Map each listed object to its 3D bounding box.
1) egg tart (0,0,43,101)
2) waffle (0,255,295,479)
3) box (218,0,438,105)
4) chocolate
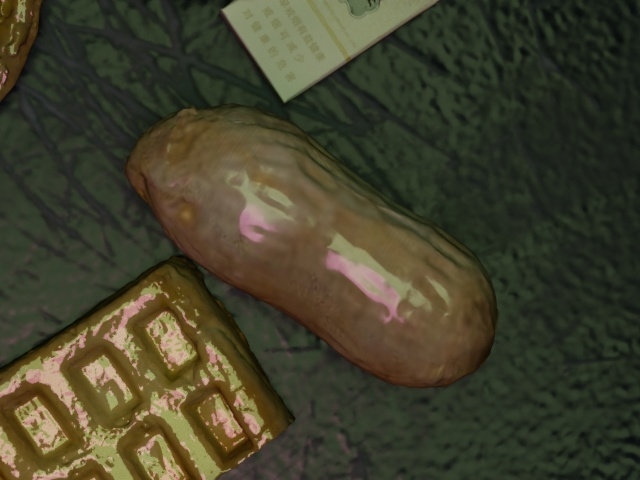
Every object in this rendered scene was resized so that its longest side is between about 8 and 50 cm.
[{"bbox_3d":[-0.354,-0.201,1.125,0.315,0.120,0.315,0,90,-6],"label":"egg tart"},{"bbox_3d":[-0.172,0.148,1.168,0.274,0.057,0.168,-33,92,-5],"label":"waffle"},{"bbox_3d":[0.014,-0.188,1.209,0.167,0.024,0.090,-34,93,-5],"label":"box"},{"bbox_3d":[0.000,0.000,1.156,0.309,0.134,0.134,31,86,-7],"label":"chocolate"}]
